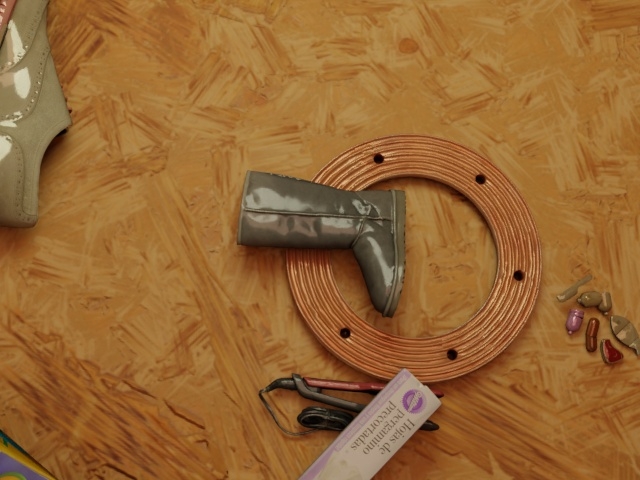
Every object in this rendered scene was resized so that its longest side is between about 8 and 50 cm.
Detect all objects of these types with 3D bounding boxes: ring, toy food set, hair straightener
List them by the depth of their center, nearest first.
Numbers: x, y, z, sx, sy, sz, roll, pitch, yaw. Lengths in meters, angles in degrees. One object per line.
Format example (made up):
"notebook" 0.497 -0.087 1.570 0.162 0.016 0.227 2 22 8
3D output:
"hair straightener" 0.036 0.216 1.276 0.231 0.047 0.089 8 75 -4
"toy food set" 0.361 0.111 1.341 0.078 0.019 0.122 -32 87 -11
"ring" 0.121 0.022 1.344 0.337 0.032 0.336 1 74 -4

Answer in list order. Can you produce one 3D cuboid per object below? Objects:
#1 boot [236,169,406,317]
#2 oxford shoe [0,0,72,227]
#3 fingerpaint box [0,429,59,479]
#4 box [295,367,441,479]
"boot" 0.000 0.002 1.288 0.209 0.076 0.189 6 60 -8
"oxford shoe" -0.396 -0.198 1.343 0.147 0.140 0.396 21 67 -30
"fingerpaint box" -0.536 0.330 1.055 0.371 0.163 0.444 23 71 44
"box" 0.011 0.288 1.221 0.063 0.067 0.324 44 86 6
